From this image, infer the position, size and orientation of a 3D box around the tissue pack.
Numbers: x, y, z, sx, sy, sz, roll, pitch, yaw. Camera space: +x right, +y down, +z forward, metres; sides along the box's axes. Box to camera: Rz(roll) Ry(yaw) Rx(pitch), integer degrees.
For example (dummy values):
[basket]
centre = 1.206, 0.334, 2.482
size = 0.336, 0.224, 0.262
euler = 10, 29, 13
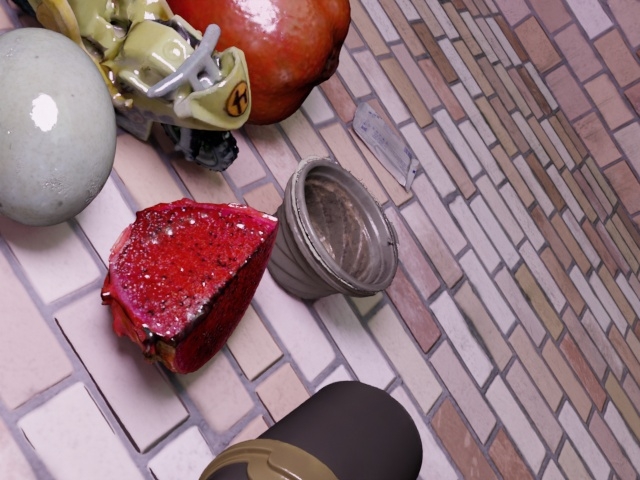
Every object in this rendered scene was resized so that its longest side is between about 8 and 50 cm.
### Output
[tissue pack]
centre = 0.138, -0.204, 1.522
size = 0.193, 0.026, 0.123
euler = 46, 37, -17

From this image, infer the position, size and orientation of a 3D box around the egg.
[egg]
centre = -0.317, -0.128, 0.812
size = 0.169, 0.169, 0.237
euler = 10, 65, -46

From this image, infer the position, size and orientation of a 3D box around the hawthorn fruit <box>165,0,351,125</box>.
[hawthorn fruit]
centre = -0.103, -0.340, 1.144
size = 0.311, 0.295, 0.295
euler = 18, 51, -40

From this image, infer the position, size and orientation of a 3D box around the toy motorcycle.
[toy motorcycle]
centre = -0.246, -0.251, 0.945
size = 0.410, 0.237, 0.169
euler = 42, 61, -19

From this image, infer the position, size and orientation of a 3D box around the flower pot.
[flower pot]
centre = 0.000, 0.000, 1.115
size = 0.235, 0.140, 0.236
euler = 30, 45, -35

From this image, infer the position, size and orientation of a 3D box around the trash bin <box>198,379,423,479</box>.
[trash bin]
centre = -0.021, 0.300, 0.815
size = 0.214, 0.214, 0.334
euler = 58, 31, 0

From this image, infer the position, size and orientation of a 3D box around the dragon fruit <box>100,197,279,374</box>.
[dragon fruit]
centre = -0.165, 0.063, 0.882
size = 0.262, 0.162, 0.189
euler = -53, 136, -49
